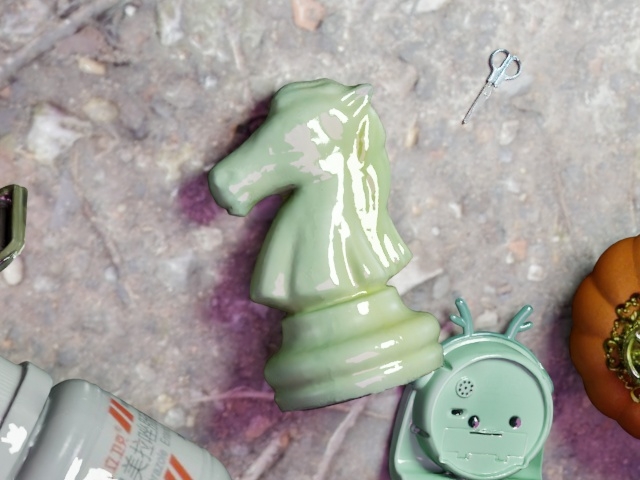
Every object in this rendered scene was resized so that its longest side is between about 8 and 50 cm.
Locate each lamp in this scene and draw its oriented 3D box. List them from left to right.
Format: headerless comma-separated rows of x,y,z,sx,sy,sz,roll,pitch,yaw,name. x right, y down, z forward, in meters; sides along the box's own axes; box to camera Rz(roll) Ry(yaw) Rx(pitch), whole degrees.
-0.394,-0.007,1.650,0.283,0.203,0.124,14,97,-17,lamp
0.352,0.093,1.891,0.223,0.196,0.223,3,99,22,lamp

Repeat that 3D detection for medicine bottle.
-0.257,0.235,1.714,0.306,0.245,0.245,32,91,-12,medicine bottle

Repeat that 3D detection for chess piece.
0.000,0.000,1.808,0.175,0.176,0.298,-15,91,-13,chess piece

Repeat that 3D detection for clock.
0.157,0.163,1.916,0.159,0.066,0.211,4,99,-18,clock

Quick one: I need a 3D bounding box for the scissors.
0.164,-0.147,1.887,0.036,0.006,0.083,34,90,-21,scissors
